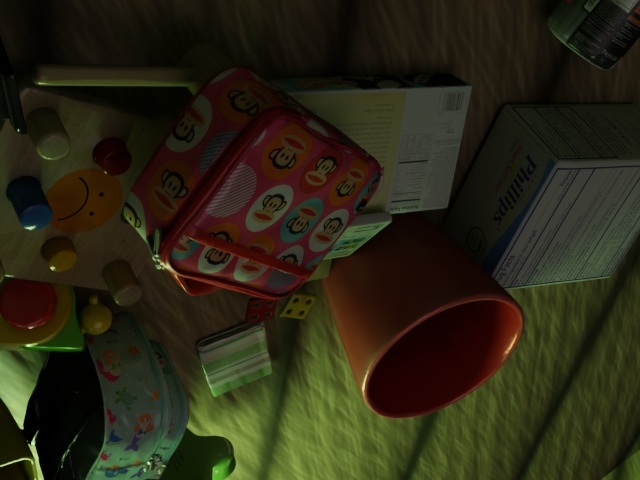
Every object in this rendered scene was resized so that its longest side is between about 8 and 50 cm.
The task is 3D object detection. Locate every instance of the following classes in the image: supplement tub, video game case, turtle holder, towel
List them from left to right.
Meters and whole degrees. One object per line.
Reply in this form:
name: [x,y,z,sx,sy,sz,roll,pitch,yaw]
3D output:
turtle holder: [-0.296,0.388,1.598,0.320,0.243,0.227,-53,179,-41]
towel: [-0.139,0.191,1.625,0.113,0.023,0.152,-20,143,-11]
video game case: [0.000,0.000,1.377,0.157,0.019,0.143,-8,163,-27]
supplement tub: [0.403,-0.334,1.330,0.117,0.117,0.190,13,124,-42]

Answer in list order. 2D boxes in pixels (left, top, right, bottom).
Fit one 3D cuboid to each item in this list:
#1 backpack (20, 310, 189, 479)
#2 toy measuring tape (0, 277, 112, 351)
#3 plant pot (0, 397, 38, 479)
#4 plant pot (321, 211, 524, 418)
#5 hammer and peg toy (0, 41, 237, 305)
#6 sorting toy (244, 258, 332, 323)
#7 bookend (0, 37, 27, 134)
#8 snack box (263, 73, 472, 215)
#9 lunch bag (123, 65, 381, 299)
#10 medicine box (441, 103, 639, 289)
backpack: [-0.297,0.227,1.387,0.191,0.225,0.253,-7,139,-32]
toy measuring tape: [-0.429,0.079,1.257,0.330,0.121,0.121,3,134,-9]
plant pot: [-0.509,0.309,1.365,0.212,0.187,0.212,-15,140,-20]
plant pot: [0.132,0.095,1.516,0.274,0.243,0.275,-19,140,-17]
hammer and peg toy: [-0.260,-0.095,1.140,0.266,0.127,0.361,10,123,-41]
sorting toy: [-0.048,0.009,1.455,0.132,0.046,0.275,-11,133,-24]
bookend: [-0.382,-0.159,0.961,0.156,0.157,0.072,-17,140,-19]
snack box: [0.043,-0.123,1.331,0.321,0.060,0.187,-6,119,-29]
lunch bag: [-0.083,-0.042,1.143,0.258,0.120,0.293,-51,151,10]
medicine box: [0.381,-0.071,1.579,0.289,0.149,0.263,-4,135,-30]
